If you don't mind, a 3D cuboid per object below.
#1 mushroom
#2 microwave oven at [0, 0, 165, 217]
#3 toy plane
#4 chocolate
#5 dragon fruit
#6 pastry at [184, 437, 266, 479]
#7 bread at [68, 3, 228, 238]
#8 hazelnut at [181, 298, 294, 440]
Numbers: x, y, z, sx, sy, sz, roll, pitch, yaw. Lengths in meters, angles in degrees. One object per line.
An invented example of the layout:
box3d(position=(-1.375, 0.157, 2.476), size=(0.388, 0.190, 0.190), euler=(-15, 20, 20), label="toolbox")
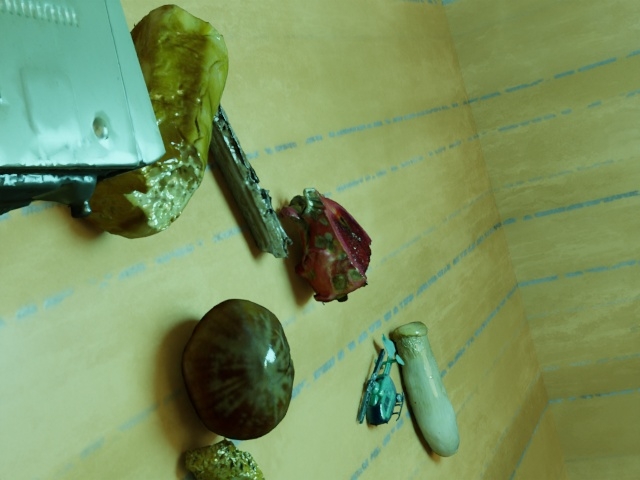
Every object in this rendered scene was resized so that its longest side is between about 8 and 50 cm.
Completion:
box3d(position=(0.252, 0.351, 2.096), size=(0.123, 0.095, 0.351), euler=(-68, 142, -76), label="mushroom")
box3d(position=(-0.381, -0.100, 0.715), size=(0.333, 0.394, 0.247), euler=(-13, 89, -63), label="microwave oven")
box3d(position=(0.132, 0.313, 1.921), size=(0.096, 0.060, 0.235), euler=(46, 42, -25), label="toy plane")
box3d(position=(-0.138, -0.112, 1.568), size=(0.329, 0.065, 0.102), euler=(64, -3, -23), label="chocolate")
box3d(position=(0.000, 0.000, 1.743), size=(0.212, 0.134, 0.262), euler=(59, 14, -9), label="dragon fruit")
box3d(position=(-0.142, 0.344, 1.341), size=(0.140, 0.080, 0.056), euler=(59, 3, -44), label="pastry")
box3d(position=(-0.232, -0.166, 1.274), size=(0.148, 0.195, 0.344), euler=(29, 51, -31), label="bread")
box3d(position=(-0.114, 0.191, 1.344), size=(0.181, 0.180, 0.212), euler=(1, 76, -61), label="hazelnut")
